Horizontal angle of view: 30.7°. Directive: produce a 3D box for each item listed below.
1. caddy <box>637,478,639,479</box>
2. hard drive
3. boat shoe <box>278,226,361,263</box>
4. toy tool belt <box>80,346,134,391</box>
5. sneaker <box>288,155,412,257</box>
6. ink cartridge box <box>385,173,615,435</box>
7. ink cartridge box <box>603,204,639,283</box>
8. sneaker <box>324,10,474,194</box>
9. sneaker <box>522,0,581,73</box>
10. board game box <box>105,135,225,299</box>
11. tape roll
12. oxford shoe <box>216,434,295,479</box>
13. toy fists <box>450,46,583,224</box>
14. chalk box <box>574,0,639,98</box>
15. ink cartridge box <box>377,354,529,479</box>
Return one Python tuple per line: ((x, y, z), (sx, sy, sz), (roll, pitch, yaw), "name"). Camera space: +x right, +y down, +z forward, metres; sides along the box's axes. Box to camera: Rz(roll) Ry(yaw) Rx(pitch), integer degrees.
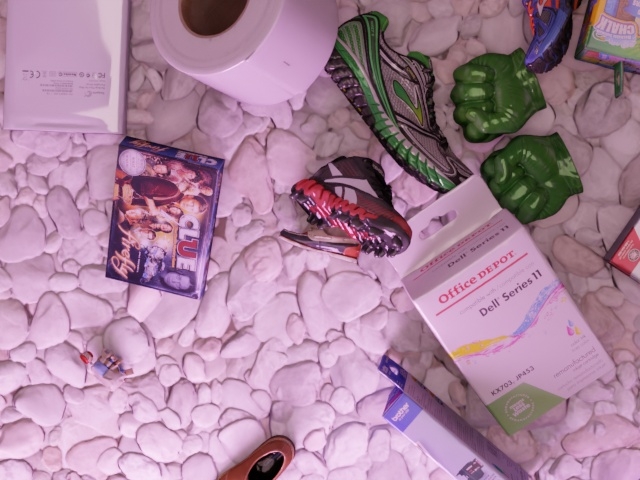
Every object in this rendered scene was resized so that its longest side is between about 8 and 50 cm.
((0.645, 0.436, 1.763), (0.341, 0.241, 0.179), (7, 97, 4), "caddy")
((-0.417, -0.333, 1.921), (0.203, 0.040, 0.308), (3, 92, 4), "hard drive")
((0.000, 0.000, 1.895), (0.137, 0.049, 0.043), (15, 90, 1), "boat shoe")
((-0.353, 0.206, 1.934), (0.083, 0.052, 0.051), (47, 63, -1), "toy tool belt")
((0.067, -0.063, 1.803), (0.135, 0.276, 0.098), (-44, 124, -11), "sneaker")
((0.267, 0.098, 1.793), (0.207, 0.119, 0.353), (-35, 106, 5), "ink cartridge box")
((0.559, 0.029, 1.839), (0.175, 0.072, 0.127), (34, 94, 3), "ink cartridge box")
((0.139, -0.215, 1.835), (0.146, 0.134, 0.343), (-37, 88, 4), "sneaker")
((0.355, -0.354, 1.828), (0.087, 0.083, 0.221), (12, 63, 20), "sneaker")
((-0.251, -0.033, 1.867), (0.165, 0.042, 0.243), (13, 118, 4), "board game box")
((-0.117, -0.346, 1.789), (0.246, 0.169, 0.246), (-7, 76, 28), "tape roll")
((-0.129, 0.405, 1.905), (0.076, 0.076, 0.212), (42, 96, 0), "oxford shoe")
((0.302, -0.163, 1.843), (0.142, 0.096, 0.279), (-24, 91, 6), "toy fists")
((0.475, -0.330, 1.806), (0.132, 0.132, 0.213), (14, 92, 4), "chalk box")
((0.196, 0.307, 1.819), (0.311, 0.186, 0.065), (42, 96, 3), "ink cartridge box")
